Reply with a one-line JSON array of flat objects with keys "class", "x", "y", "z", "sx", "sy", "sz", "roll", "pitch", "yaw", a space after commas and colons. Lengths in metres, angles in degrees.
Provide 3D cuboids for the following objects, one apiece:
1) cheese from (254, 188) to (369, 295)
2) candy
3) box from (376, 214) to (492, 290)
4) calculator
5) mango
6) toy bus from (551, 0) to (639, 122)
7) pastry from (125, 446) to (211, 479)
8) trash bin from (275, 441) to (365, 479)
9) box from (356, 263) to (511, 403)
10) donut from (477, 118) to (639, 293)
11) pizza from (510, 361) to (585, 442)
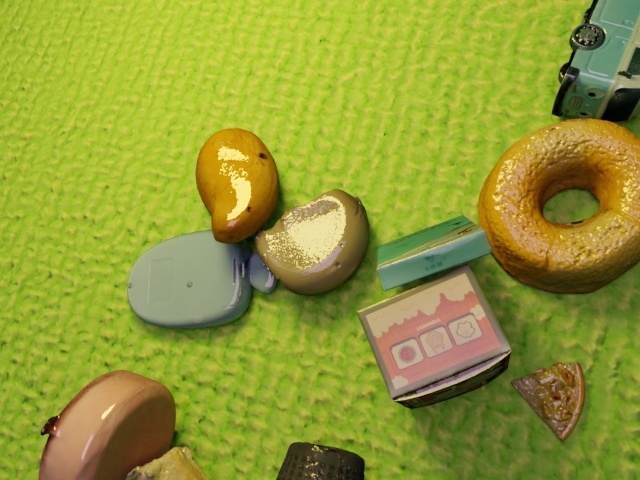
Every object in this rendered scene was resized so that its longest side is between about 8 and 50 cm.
[{"class": "cheese", "x": 0.000, "y": 0.000, "z": 1.068, "sx": 0.202, "sy": 0.091, "sz": 0.175, "roll": -40, "pitch": 65, "yaw": -2}, {"class": "candy", "x": -0.333, "y": 0.329, "z": 0.959, "sx": 0.095, "sy": 0.255, "sz": 0.255, "roll": 15, "pitch": 77, "yaw": 19}, {"class": "box", "x": 0.168, "y": 0.015, "z": 0.945, "sx": 0.162, "sy": 0.229, "sz": 0.041, "roll": -21, "pitch": 95, "yaw": 8}, {"class": "calculator", "x": -0.226, "y": 0.071, "z": 1.132, "sx": 0.303, "sy": 0.042, "sz": 0.188, "roll": -10, "pitch": 69, "yaw": 16}, {"class": "mango", "x": -0.154, "y": -0.101, "z": 1.127, "sx": 0.157, "sy": 0.109, "sz": 0.262, "roll": -9, "pitch": 59, "yaw": 2}, {"class": "toy bus", "x": 0.509, "y": -0.329, "z": 1.013, "sx": 0.165, "sy": 0.133, "sz": 0.271, "roll": 23, "pitch": 77, "yaw": 17}, {"class": "pastry", "x": -0.184, "y": 0.437, "z": 0.954, "sx": 0.258, "sy": 0.121, "sz": 0.089, "roll": 44, "pitch": 120, "yaw": 8}, {"class": "trash bin", "x": -0.008, "y": 0.393, "z": 0.907, "sx": 0.176, "sy": 0.175, "sz": 0.161, "roll": 4, "pitch": 62, "yaw": 17}, {"class": "box", "x": 0.176, "y": 0.156, "z": 0.907, "sx": 0.178, "sy": 0.195, "sz": 0.148, "roll": -25, "pitch": 67, "yaw": 6}, {"class": "donut", "x": 0.404, "y": -0.067, "z": 0.967, "sx": 0.303, "sy": 0.110, "sz": 0.302, "roll": -5, "pitch": 72, "yaw": 14}, {"class": "pizza", "x": 0.345, "y": 0.238, "z": 0.924, "sx": 0.109, "sy": 0.026, "sz": 0.122, "roll": 11, "pitch": 76, "yaw": 21}]
